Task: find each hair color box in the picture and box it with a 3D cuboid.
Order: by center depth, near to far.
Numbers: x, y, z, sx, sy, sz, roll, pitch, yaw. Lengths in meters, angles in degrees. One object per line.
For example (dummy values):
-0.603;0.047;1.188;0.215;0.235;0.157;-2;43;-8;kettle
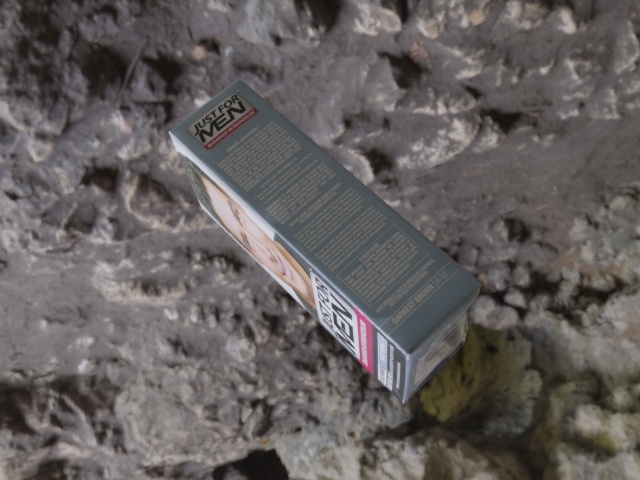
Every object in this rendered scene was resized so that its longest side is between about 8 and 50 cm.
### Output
0.000;0.000;0.874;0.114;0.374;0.185;-41;157;-15;hair color box
